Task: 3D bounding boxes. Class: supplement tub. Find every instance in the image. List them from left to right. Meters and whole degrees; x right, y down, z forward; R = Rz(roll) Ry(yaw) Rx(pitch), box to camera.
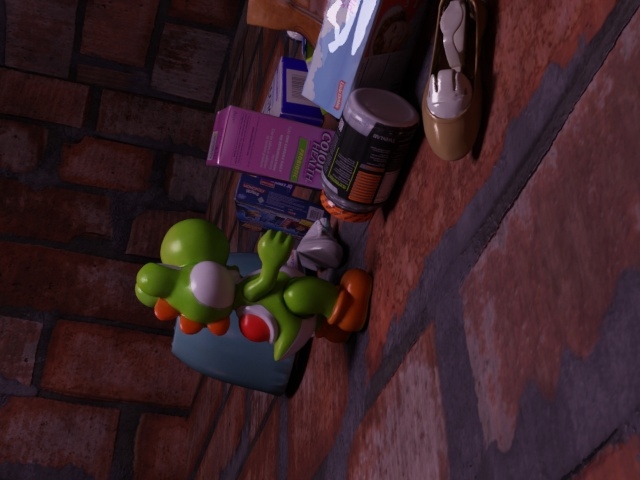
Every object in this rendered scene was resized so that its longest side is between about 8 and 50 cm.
[{"bbox_3d":[0.069,-0.128,1.419,0.117,0.117,0.190,-97,22,-51],"label":"supplement tub"}]

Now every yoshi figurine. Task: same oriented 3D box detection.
[{"bbox_3d":[-0.111,0.054,1.497,0.203,0.362,0.203,-112,34,-67],"label":"yoshi figurine"}]

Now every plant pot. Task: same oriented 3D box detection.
[{"bbox_3d":[-0.175,0.156,1.883,0.293,0.235,0.292,-171,90,-81],"label":"plant pot"}]

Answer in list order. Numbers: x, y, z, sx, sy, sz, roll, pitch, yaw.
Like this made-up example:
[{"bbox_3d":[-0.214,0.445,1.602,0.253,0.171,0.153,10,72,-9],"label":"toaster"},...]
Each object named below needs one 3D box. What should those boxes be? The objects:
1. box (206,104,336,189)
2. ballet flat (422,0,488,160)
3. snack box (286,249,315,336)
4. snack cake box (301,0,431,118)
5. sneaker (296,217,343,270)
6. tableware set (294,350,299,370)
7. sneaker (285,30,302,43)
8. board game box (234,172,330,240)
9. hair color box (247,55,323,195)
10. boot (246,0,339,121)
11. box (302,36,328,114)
[{"bbox_3d":[-0.089,-0.178,1.833,0.213,0.243,0.117,-161,83,-76],"label":"box"},{"bbox_3d":[0.162,-0.215,1.154,0.073,0.080,0.232,41,-129,-59],"label":"ballet flat"},{"bbox_3d":[-0.032,0.100,1.700,0.178,0.022,0.064,74,-171,-45],"label":"snack box"},{"bbox_3d":[0.081,-0.330,1.420,0.089,0.152,0.264,36,125,26],"label":"snack cake box"},{"bbox_3d":[0.000,0.000,1.721,0.094,0.080,0.212,-66,12,-9],"label":"sneaker"},{"bbox_3d":[-0.045,0.169,1.874,0.141,0.020,0.168,-95,17,-59],"label":"tableware set"},{"bbox_3d":[-0.051,-0.605,2.386,0.081,0.080,0.211,124,144,-45],"label":"sneaker"},{"bbox_3d":[-0.094,-0.057,1.885,0.194,0.194,0.060,143,142,-70],"label":"board game box"},{"bbox_3d":[-0.089,-0.248,2.190,0.338,0.110,0.185,115,160,-51],"label":"hair color box"},{"bbox_3d":[-0.038,-0.376,1.701,0.096,0.281,0.264,-33,-45,-42],"label":"boot"},{"bbox_3d":[0.003,-0.352,1.858,0.178,0.043,0.109,69,-163,-53],"label":"box"}]
